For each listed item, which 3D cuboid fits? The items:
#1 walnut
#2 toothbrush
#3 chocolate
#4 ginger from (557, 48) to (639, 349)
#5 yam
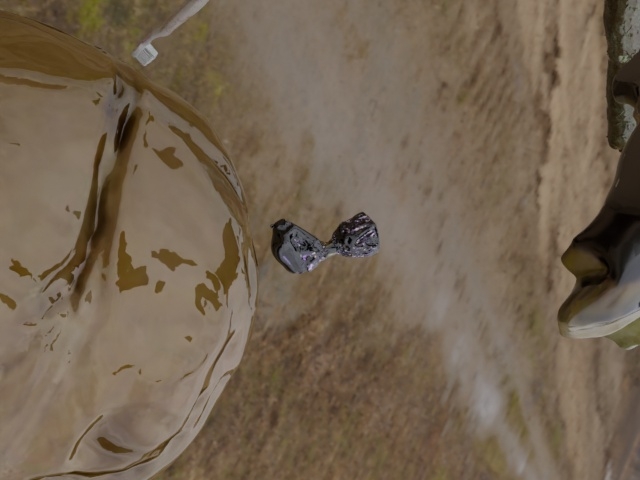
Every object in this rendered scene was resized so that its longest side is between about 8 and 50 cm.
[{"bbox_3d":[-0.236,0.042,0.641,0.354,0.308,0.398,36,108,-29],"label":"walnut"},{"bbox_3d":[-0.190,-0.280,1.207,0.029,0.307,0.025,48,65,-15],"label":"toothbrush"},{"bbox_3d":[0.001,0.003,1.197,0.147,0.070,0.072,-7,87,-23],"label":"chocolate"},{"bbox_3d":[0.395,-0.034,0.763,0.358,0.413,0.211,-75,144,-55],"label":"ginger"},{"bbox_3d":[0.371,-0.225,1.113,0.061,0.061,0.253,-48,138,-39],"label":"yam"}]
